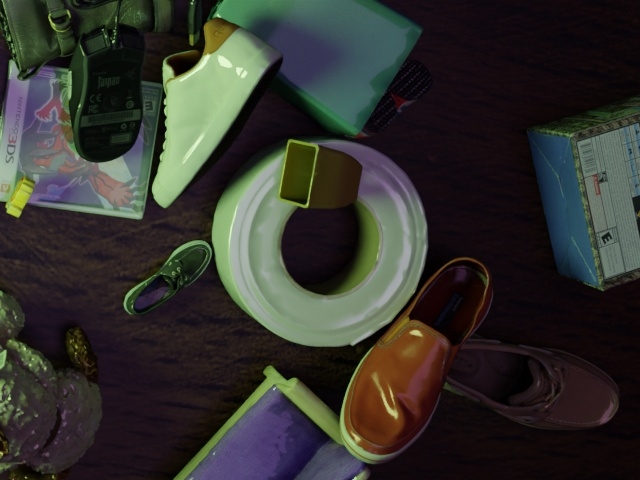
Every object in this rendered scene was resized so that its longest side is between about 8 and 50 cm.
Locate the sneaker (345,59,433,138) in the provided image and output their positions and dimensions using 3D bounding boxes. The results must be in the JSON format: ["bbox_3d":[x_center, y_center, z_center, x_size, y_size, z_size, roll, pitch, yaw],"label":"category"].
[{"bbox_3d":[0.087,-0.192,1.967,0.057,0.075,0.161,52,54,-12],"label":"sneaker"}]

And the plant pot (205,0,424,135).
[{"bbox_3d":[-0.021,-0.270,1.868,0.234,0.166,0.165,33,88,-12],"label":"plant pot"}]

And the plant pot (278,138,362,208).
[{"bbox_3d":[0.005,-0.082,1.840,0.083,0.081,0.081,6,96,-31],"label":"plant pot"}]

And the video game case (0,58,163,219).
[{"bbox_3d":[-0.317,-0.130,1.860,0.201,0.023,0.183,7,96,-19],"label":"video game case"}]

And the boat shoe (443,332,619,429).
[{"bbox_3d":[0.296,0.212,2.066,0.341,0.110,0.121,15,94,-19],"label":"boat shoe"}]

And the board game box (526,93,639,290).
[{"bbox_3d":[0.476,-0.088,2.060,0.291,0.141,0.232,-17,103,-15],"label":"board game box"}]

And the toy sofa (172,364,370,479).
[{"bbox_3d":[-0.113,0.357,1.923,0.362,0.177,0.150,-47,109,-5],"label":"toy sofa"}]

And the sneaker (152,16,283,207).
[{"bbox_3d":[-0.161,-0.169,1.826,0.123,0.106,0.290,38,126,2],"label":"sneaker"}]

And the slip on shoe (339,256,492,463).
[{"bbox_3d":[0.131,0.151,1.912,0.123,0.101,0.331,31,66,12],"label":"slip on shoe"}]

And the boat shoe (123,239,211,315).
[{"bbox_3d":[-0.201,0.054,1.917,0.142,0.040,0.049,-40,108,-8],"label":"boat shoe"}]

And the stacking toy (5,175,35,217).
[{"bbox_3d":[-0.483,-0.014,1.798,0.167,0.052,0.221,26,99,-20],"label":"stacking toy"}]

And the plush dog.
[{"bbox_3d":[-0.375,0.218,1.824,0.225,0.211,0.262,16,100,-48],"label":"plush dog"}]

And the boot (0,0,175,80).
[{"bbox_3d":[-0.310,-0.347,1.789,0.229,0.091,0.262,-14,105,-18],"label":"boot"}]

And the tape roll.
[{"bbox_3d":[0.000,0.000,1.944,0.286,0.100,0.286,-3,99,-18],"label":"tape roll"}]

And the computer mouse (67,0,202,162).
[{"bbox_3d":[-0.239,-0.231,1.807,0.184,0.060,0.262,-16,129,-29],"label":"computer mouse"}]
